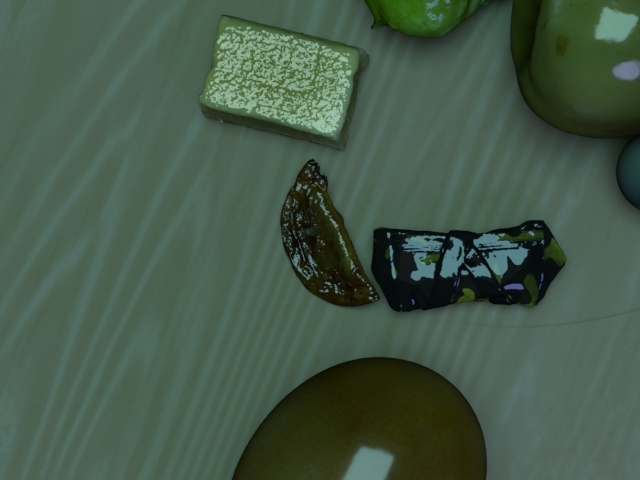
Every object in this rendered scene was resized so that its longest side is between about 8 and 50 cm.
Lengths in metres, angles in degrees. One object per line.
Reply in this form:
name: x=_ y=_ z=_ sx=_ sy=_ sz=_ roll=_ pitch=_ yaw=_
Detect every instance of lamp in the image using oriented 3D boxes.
lamp: x=0.401 y=-0.081 z=1.708 sx=0.105 sy=0.105 sz=0.105 roll=-1 pitch=82 yaw=5

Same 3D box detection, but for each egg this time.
egg: x=0.035 y=0.274 z=1.617 sx=0.322 sy=0.250 sz=0.250 roll=-39 pitch=81 yaw=6

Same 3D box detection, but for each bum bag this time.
bum bag: x=0.176 y=0.030 z=1.734 sx=0.233 sy=0.060 sz=0.106 roll=-1 pitch=91 yaw=6

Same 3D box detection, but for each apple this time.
apple: x=0.339 y=-0.235 z=1.663 sx=0.262 sy=0.262 sz=0.262 roll=-1 pitch=82 yaw=5

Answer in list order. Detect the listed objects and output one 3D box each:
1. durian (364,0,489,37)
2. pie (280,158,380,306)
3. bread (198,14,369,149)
durian: x=0.158 y=-0.406 z=1.728 sx=0.340 sy=0.204 sz=0.256 roll=-40 pitch=93 yaw=-1
pie: x=-0.001 y=0.002 z=1.767 sx=0.088 sy=0.033 sz=0.191 roll=-26 pitch=82 yaw=16
bread: x=-0.046 y=-0.193 z=1.779 sx=0.188 sy=0.068 sz=0.125 roll=14 pitch=83 yaw=6
